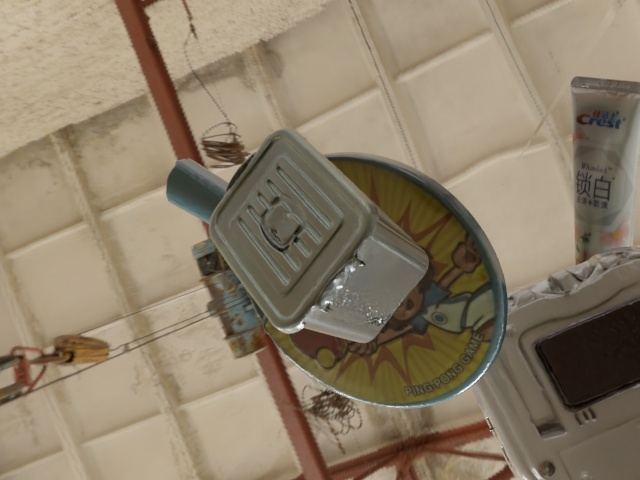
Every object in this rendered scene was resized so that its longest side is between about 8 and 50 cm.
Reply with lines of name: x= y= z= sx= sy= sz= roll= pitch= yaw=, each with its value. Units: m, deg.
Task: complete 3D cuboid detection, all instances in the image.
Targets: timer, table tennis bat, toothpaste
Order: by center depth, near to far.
table tennis bat: x=0.002 y=0.016 z=0.689 sx=0.329 sy=0.044 sz=0.215 roll=28 pitch=-62 yaw=20
timer: x=0.288 y=0.134 z=0.805 sx=0.262 sy=0.087 sz=0.237 roll=-22 pitch=-112 yaw=-5
toothpaste: x=0.337 y=-0.031 z=0.963 sx=0.066 sy=0.100 sz=0.323 roll=-18 pitch=-67 yaw=-29

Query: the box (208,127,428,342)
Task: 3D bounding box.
box: x=0.000 y=0.000 z=0.465 sx=0.084 sy=0.069 sz=0.122 roll=-53 pitch=-136 yaw=12
